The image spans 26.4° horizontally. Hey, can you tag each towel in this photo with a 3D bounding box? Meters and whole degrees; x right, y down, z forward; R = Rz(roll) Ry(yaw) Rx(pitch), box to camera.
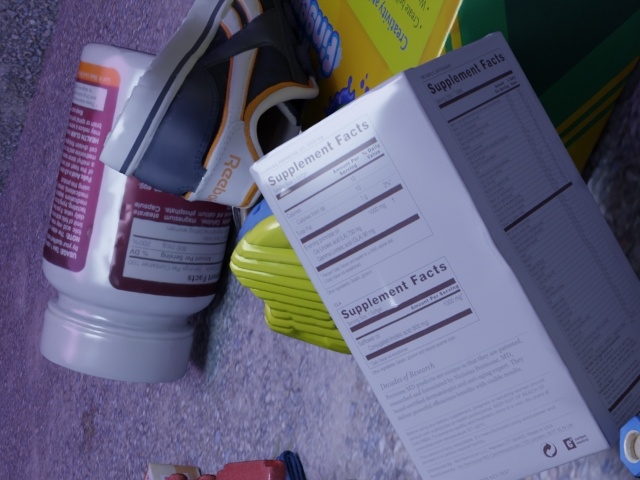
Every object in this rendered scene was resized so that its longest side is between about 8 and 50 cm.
[{"bbox_3d":[-0.049,0.281,1.418,0.067,0.029,0.119,-114,39,-54],"label":"towel"}]

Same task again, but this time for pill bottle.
[{"bbox_3d":[-0.221,-0.035,1.699,0.224,0.224,0.392,-152,73,-67],"label":"pill bottle"}]

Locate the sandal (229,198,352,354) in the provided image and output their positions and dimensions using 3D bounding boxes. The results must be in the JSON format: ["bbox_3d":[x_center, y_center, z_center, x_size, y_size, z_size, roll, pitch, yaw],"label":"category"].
[{"bbox_3d":[0.000,0.000,1.203,0.317,0.126,0.138,91,-165,-74],"label":"sandal"}]

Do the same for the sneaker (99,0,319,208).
[{"bbox_3d":[-0.070,-0.128,1.098,0.126,0.127,0.321,-58,8,37],"label":"sneaker"}]

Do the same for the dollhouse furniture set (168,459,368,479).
[{"bbox_3d":[-0.026,0.273,1.140,0.374,0.201,0.152,156,120,-63],"label":"dollhouse furniture set"}]

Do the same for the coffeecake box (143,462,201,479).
[{"bbox_3d":[-0.192,0.390,1.670,0.142,0.068,0.185,-117,41,-55],"label":"coffeecake box"}]

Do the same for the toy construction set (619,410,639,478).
[{"bbox_3d":[0.212,0.190,0.695,0.327,0.151,0.215,-60,29,19],"label":"toy construction set"}]

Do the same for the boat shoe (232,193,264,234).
[{"bbox_3d":[-0.072,-0.087,1.547,0.073,0.080,0.223,-27,62,57],"label":"boat shoe"}]

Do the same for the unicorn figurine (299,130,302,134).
[{"bbox_3d":[-0.021,-0.055,1.438,0.111,0.060,0.161,-130,53,-61],"label":"unicorn figurine"}]

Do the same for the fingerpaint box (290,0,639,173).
[{"bbox_3d":[0.099,-0.251,1.085,0.444,0.163,0.371,-114,39,-52],"label":"fingerpaint box"}]

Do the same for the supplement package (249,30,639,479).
[{"bbox_3d":[0.093,0.015,0.849,0.134,0.139,0.244,-29,90,37],"label":"supplement package"}]
